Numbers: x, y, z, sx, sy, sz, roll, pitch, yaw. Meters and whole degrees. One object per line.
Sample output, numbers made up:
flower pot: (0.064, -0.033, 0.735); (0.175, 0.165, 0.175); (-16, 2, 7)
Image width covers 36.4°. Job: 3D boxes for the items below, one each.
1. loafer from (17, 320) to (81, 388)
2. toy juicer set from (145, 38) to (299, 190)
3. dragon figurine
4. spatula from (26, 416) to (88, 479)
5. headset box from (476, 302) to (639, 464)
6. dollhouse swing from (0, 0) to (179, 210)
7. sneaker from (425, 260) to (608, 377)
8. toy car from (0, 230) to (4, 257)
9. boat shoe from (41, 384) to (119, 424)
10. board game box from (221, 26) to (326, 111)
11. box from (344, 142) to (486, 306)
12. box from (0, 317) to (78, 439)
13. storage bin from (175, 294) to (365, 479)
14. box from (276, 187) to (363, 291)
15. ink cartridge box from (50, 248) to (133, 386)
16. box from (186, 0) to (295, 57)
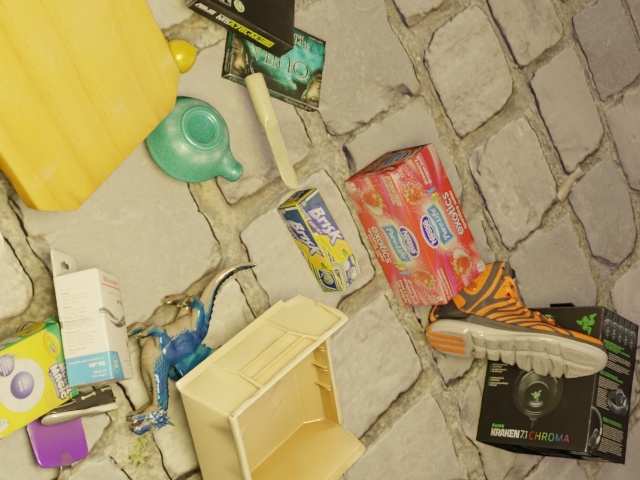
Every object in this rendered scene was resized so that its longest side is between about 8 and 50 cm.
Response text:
loafer: (-0.348, 0.154, 1.290); (0.125, 0.039, 0.045); (49, 55, -25)
toy juicer set: (-0.190, -0.186, 1.438); (0.329, 0.089, 0.209); (8, 72, -30)
dragon figurine: (-0.188, 0.154, 1.396); (0.289, 0.085, 0.144); (-41, 112, -34)
spatula: (-0.339, 0.352, 1.281); (0.084, 0.030, 0.296); (-4, 88, -49)
headset box: (0.444, 0.257, 1.820); (0.131, 0.246, 0.283); (25, 70, -39)
dollhouse swing: (-0.403, -0.257, 1.240); (0.347, 0.315, 0.305); (-54, 153, -30)
sneaker: (0.360, 0.129, 1.739); (0.124, 0.321, 0.180); (80, 27, -51)
toy car: (-0.470, -0.008, 1.154); (0.136, 0.159, 0.182); (-26, 104, -3)
boat shoe: (-0.321, 0.217, 1.293); (0.125, 0.046, 0.038); (-3, 70, -53)
board game box: (-0.073, -0.296, 1.586); (0.186, 0.026, 0.126); (15, 75, -38)
box: (0.167, -0.024, 1.696); (0.128, 0.123, 0.257); (-35, 108, -36)
box: (-0.374, 0.173, 1.206); (0.179, 0.043, 0.105); (-32, 115, -50)
storage bin: (-0.057, 0.256, 1.413); (0.260, 0.123, 0.262); (-37, 132, -37)
box: (0.000, 0.000, 1.597); (0.059, 0.054, 0.169); (-42, 111, -36)
ink cartridge box: (-0.299, 0.098, 1.277); (0.060, 0.104, 0.180); (-11, 81, 3)
box: (-0.119, -0.405, 1.520); (0.184, 0.045, 0.190); (22, 56, -35)
